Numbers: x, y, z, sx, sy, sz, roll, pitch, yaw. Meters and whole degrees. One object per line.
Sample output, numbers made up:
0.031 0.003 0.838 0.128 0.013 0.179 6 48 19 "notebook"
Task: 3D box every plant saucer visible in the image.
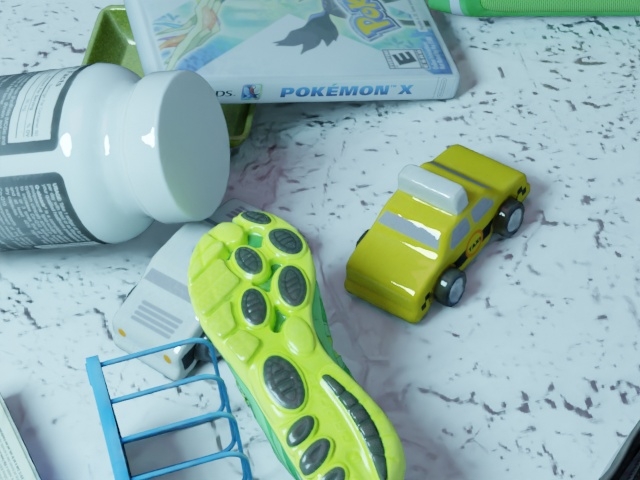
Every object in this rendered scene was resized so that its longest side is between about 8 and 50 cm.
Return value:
-0.143 -0.153 1.718 0.188 0.045 0.188 2 50 11 "plant saucer"

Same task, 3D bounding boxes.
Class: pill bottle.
-0.232 -0.073 1.554 0.279 0.162 0.162 -4 48 25 "pill bottle"

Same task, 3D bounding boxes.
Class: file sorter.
-0.111 0.178 1.377 0.105 0.118 0.170 -15 48 -8 "file sorter"

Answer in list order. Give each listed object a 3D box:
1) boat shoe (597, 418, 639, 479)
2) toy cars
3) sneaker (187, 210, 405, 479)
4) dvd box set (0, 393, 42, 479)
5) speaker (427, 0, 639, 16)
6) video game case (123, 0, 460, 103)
0.209 0.243 1.272 0.112 0.095 0.335 18 55 24 "boat shoe"
0.000 0.000 1.529 0.394 0.087 0.176 -14 48 -1 "toy cars"
-0.027 0.106 1.410 0.109 0.123 0.295 -20 60 -11 "sneaker"
-0.398 0.300 1.360 0.420 0.062 0.307 -26 50 -12 "dvd box set"
0.254 -0.280 1.695 0.297 0.131 0.131 1 49 8 "speaker"
-0.049 -0.254 1.732 0.300 0.036 0.329 -3 46 -18 "video game case"
